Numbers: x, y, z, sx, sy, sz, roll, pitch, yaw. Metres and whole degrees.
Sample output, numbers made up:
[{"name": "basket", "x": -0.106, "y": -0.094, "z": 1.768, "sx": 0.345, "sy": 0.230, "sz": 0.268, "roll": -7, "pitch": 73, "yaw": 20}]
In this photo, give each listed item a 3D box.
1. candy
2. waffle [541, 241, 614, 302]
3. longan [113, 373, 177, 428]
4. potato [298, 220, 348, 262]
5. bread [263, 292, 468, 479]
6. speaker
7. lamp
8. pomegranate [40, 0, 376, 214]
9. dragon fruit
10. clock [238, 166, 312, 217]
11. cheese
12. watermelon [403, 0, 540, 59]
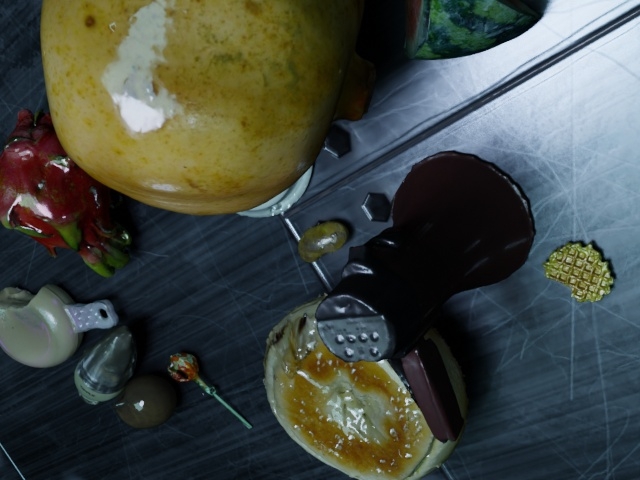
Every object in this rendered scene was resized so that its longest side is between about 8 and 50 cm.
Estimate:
[{"name": "candy", "x": -0.185, "y": 0.257, "z": 1.587, "sx": 0.185, "sy": 0.049, "sz": 0.055, "roll": 42, "pitch": 159, "yaw": -3}, {"name": "waffle", "x": 0.327, "y": 0.041, "z": 1.176, "sx": 0.085, "sy": 0.016, "sz": 0.078, "roll": 49, "pitch": 129, "yaw": 1}, {"name": "longan", "x": -0.307, "y": 0.281, "z": 1.626, "sx": 0.113, "sy": 0.113, "sz": 0.092, "roll": -29, "pitch": 63, "yaw": 38}, {"name": "potato", "x": 0.000, "y": 0.000, "z": 1.338, "sx": 0.046, "sy": 0.045, "sz": 0.092, "roll": 32, "pitch": 139, "yaw": -31}, {"name": "bread", "x": 0.067, "y": 0.200, "z": 1.324, "sx": 0.306, "sy": 0.159, "sz": 0.305, "roll": 16, "pitch": 124, "yaw": 25}, {"name": "speaker", "x": 0.114, "y": 0.075, "z": 1.143, "sx": 0.198, "sy": 0.329, "sz": 0.259, "roll": 17, "pitch": 127, "yaw": 24}, {"name": "lamp", "x": -0.375, "y": 0.220, "z": 1.637, "sx": 0.101, "sy": 0.101, "sz": 0.250, "roll": 44, "pitch": 139, "yaw": 6}, {"name": "pomegranate", "x": -0.118, "y": -0.228, "z": 1.080, "sx": 0.417, "sy": 0.417, "sz": 0.416, "roll": 14, "pitch": 119, "yaw": 26}, {"name": "dragon fruit", "x": -0.395, "y": -0.076, "z": 1.479, "sx": 0.198, "sy": 0.200, "sz": 0.269, "roll": -14, "pitch": 145, "yaw": 29}, {"name": "clock", "x": -0.122, "y": -0.137, "z": 1.342, "sx": 0.236, "sy": 0.053, "sz": 0.236, "roll": 13, "pitch": 118, "yaw": 26}, {"name": "cheese", "x": -0.473, "y": 0.143, "z": 1.680, "sx": 0.286, "sy": 0.082, "sz": 0.163, "roll": -14, "pitch": 107, "yaw": 32}, {"name": "watermelon", "x": 0.123, "y": -0.281, "z": 1.061, "sx": 0.136, "sy": 0.207, "sz": 0.202, "roll": -49, "pitch": 66, "yaw": 12}]
